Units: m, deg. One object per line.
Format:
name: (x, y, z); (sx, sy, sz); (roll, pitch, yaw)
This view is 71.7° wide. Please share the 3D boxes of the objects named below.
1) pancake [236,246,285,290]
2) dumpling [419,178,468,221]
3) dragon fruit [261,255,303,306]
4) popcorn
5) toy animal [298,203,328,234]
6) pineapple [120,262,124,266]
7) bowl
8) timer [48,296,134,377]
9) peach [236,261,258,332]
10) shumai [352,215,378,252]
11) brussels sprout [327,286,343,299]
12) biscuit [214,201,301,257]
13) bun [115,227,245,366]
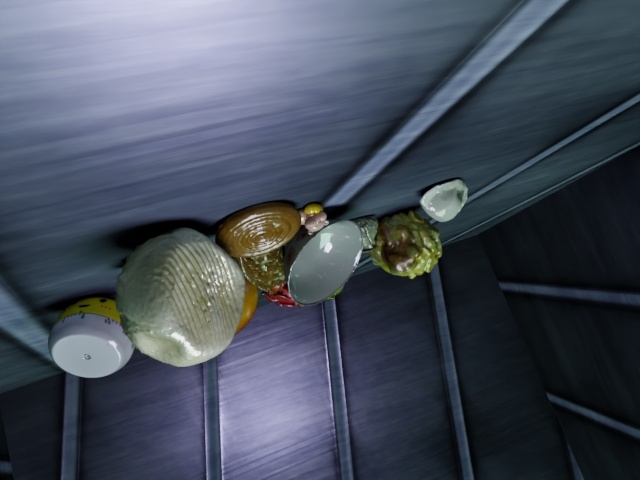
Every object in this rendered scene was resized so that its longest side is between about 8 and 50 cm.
pancake: (-0.190, 0.061, 1.507); (0.054, 0.198, 0.376); (20, 165, 30)
dumpling: (0.482, -0.164, 1.712); (0.252, 0.132, 0.179); (22, 121, -42)
dragon fruit: (-0.144, 0.161, 1.828); (0.227, 0.244, 0.307); (18, -167, 28)
popcorn: (0.369, 0.014, 1.918); (0.311, 0.313, 0.312); (-19, 169, -4)
toy animal: (-0.030, -0.062, 1.350); (0.114, 0.082, 0.091); (-16, 167, -15)
pineapple: (-0.452, 0.100, 1.314); (0.277, 0.119, 0.130); (-11, -175, -39)
bowl: (-0.022, 0.046, 1.539); (0.337, 0.157, 0.338); (-28, 136, -30)
timer: (-0.753, 0.295, 1.510); (0.284, 0.286, 0.285); (-19, 169, -4)
peach: (-0.365, 0.202, 1.541); (0.332, 0.308, 0.308); (-27, 174, -32)
shumai: (0.152, -0.004, 1.784); (0.183, 0.142, 0.184); (-22, 170, -4)
brussels sprout: (0.001, 0.223, 2.397); (0.294, 0.227, 0.259); (-21, -174, -36)
biscuit: (-0.174, -0.021, 1.274); (0.261, 0.037, 0.262); (-19, 155, -9)
bun: (-0.368, 0.144, 1.155); (0.227, 0.349, 0.352); (-5, -161, 29)
